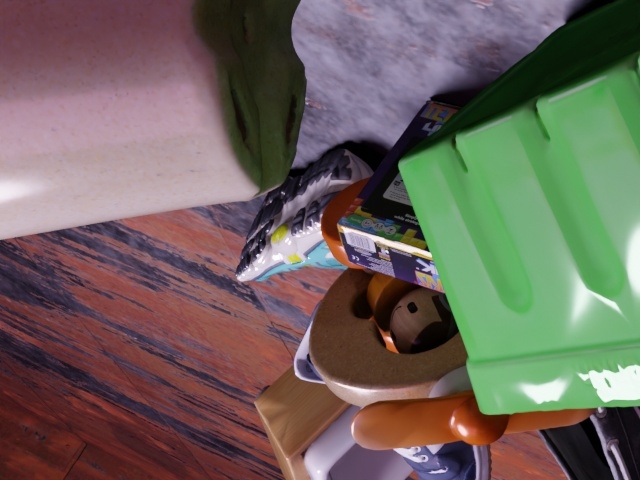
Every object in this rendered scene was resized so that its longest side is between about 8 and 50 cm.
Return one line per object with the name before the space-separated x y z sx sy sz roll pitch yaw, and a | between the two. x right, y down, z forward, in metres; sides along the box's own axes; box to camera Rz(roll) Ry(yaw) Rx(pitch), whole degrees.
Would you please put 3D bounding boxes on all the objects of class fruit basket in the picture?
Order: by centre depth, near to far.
fruit basket | 0.276 0.017 0.717 0.392 0.283 0.392 38 152 24

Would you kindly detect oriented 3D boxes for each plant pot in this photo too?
plant pot | -0.180 -0.135 0.870 0.306 0.333 0.334 -2 149 13

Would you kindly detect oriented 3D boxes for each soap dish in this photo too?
soap dish | 0.044 0.193 1.443 0.118 0.229 0.291 40 163 23

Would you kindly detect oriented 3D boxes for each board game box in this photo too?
board game box | 0.120 -0.024 0.947 0.170 0.141 0.048 19 146 30

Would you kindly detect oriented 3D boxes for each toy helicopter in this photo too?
toy helicopter | 0.156 0.057 0.961 0.355 0.235 0.140 -9 130 22

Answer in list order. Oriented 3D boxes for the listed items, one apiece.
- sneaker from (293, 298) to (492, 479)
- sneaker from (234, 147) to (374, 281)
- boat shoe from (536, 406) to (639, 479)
sneaker | 0.068 0.159 1.235 0.099 0.153 0.282 10 117 51
sneaker | 0.000 0.000 1.232 0.110 0.107 0.275 28 161 -19
boat shoe | 0.201 0.117 1.133 0.113 0.105 0.306 -5 122 53
